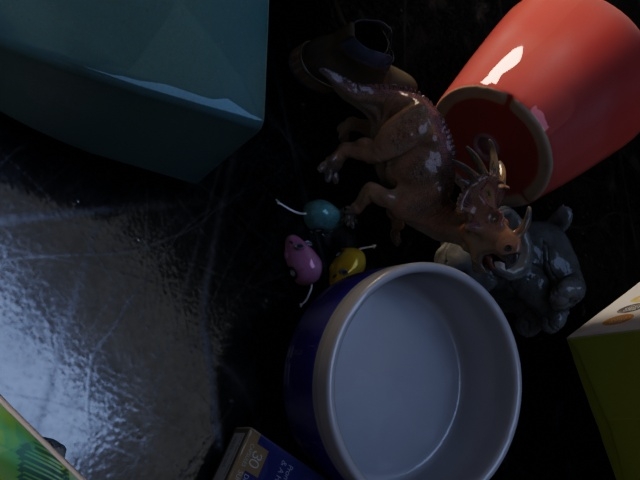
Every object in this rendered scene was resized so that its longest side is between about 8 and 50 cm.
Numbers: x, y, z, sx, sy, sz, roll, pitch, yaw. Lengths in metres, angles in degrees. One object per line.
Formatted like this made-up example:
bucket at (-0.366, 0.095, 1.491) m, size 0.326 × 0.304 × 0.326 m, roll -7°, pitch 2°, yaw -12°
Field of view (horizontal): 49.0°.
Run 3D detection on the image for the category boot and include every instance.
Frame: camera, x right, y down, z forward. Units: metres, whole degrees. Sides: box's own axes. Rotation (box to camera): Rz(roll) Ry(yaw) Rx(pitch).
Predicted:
boot at (0.076, -0.226, 0.923) m, size 0.219 × 0.106 × 0.082 m, roll 2°, pitch 76°, yaw -40°

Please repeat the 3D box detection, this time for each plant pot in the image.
plant pot at (-0.190, -0.177, 0.647) m, size 0.234 × 0.165 × 0.165 m, roll 12°, pitch 70°, yaw -30°
plant pot at (0.308, -0.191, 1.031) m, size 0.243 × 0.275 × 0.274 m, roll -40°, pitch 104°, yaw -30°

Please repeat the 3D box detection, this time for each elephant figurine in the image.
elephant figurine at (0.229, 0.030, 0.960) m, size 0.240 × 0.169 × 0.186 m, roll 19°, pitch 35°, yaw -19°

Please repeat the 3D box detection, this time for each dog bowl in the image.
dog bowl at (0.095, 0.160, 0.790) m, size 0.265 × 0.104 × 0.264 m, roll 4°, pitch 82°, yaw -29°

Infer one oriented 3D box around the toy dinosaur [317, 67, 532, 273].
toy dinosaur at (0.121, -0.097, 0.844) m, size 0.295 × 0.200 × 0.127 m, roll 64°, pitch 30°, yaw -5°

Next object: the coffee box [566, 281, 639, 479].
coffee box at (0.673, 0.241, 1.143) m, size 0.334 × 0.338 × 0.338 m, roll -20°, pitch 91°, yaw -42°

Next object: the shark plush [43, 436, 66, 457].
shark plush at (-0.283, 0.157, 0.553) m, size 0.161 × 0.073 × 0.067 m, roll 27°, pitch 34°, yaw -16°

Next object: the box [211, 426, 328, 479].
box at (-0.026, 0.308, 0.723) m, size 0.225 × 0.037 × 0.136 m, roll 42°, pitch 54°, yaw -25°

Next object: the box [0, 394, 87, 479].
box at (-0.272, 0.281, 0.453) m, size 0.322 × 0.058 × 0.232 m, roll -46°, pitch 108°, yaw -25°

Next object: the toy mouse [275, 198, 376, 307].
toy mouse at (0.000, 0.000, 0.840) m, size 0.143 × 0.031 × 0.161 m, roll 52°, pitch 50°, yaw -17°
